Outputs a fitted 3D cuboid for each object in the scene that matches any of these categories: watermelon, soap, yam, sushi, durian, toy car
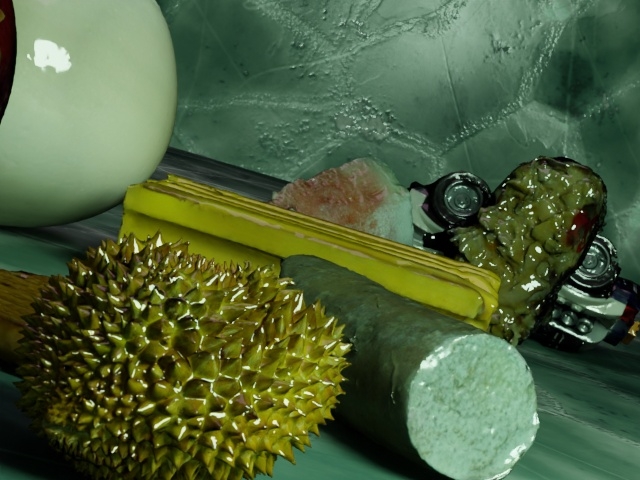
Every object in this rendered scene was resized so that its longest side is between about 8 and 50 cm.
[{"bbox_3d":[0.000,0.000,1.744,0.241,0.154,0.094,-8,22,-45],"label":"watermelon"},{"bbox_3d":[-0.011,0.033,1.461,0.324,0.096,0.204,17,5,7],"label":"soap"},{"bbox_3d":[0.038,0.078,1.137,0.106,0.106,0.259,13,3,-29],"label":"yam"},{"bbox_3d":[0.192,0.004,1.710,0.147,0.212,0.115,38,4,13],"label":"sushi"},{"bbox_3d":[-0.077,0.064,0.856,0.158,0.137,0.168,-3,8,34],"label":"durian"},{"bbox_3d":[0.214,0.031,1.881,0.301,0.118,0.193,29,-18,3],"label":"toy car"}]

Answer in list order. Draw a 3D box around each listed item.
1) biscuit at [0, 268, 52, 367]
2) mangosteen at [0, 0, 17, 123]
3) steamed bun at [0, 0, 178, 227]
[{"bbox_3d":[-0.148,0.061,1.094,0.212,0.036,0.212,18,6,-2],"label":"biscuit"},{"bbox_3d":[-0.338,-0.163,1.177,0.306,0.306,0.359,11,-33,-45],"label":"mangosteen"},{"bbox_3d":[-0.288,-0.126,1.491,0.324,0.206,0.324,9,-17,3],"label":"steamed bun"}]
